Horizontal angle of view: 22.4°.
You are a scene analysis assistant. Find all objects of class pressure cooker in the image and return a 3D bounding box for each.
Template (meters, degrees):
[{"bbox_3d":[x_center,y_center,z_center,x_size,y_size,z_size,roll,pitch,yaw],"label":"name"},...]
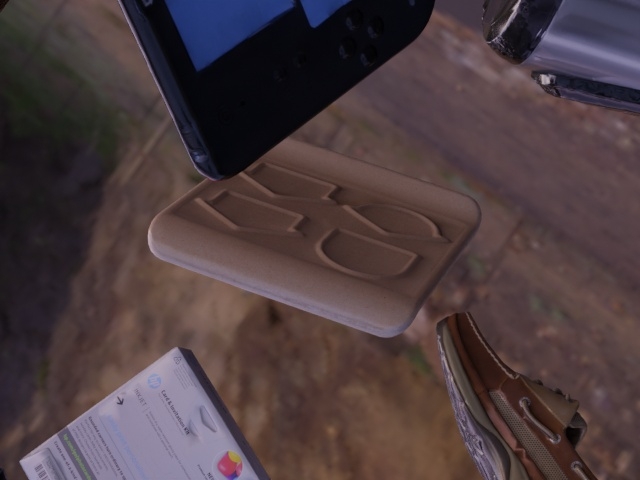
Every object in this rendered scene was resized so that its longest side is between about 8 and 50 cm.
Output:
[{"bbox_3d":[0.426,-0.319,1.805,0.420,0.370,0.375,15,156,-6],"label":"pressure cooker"}]

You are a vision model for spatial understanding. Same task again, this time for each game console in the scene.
[{"bbox_3d":[-0.056,-0.298,1.502,0.060,0.342,0.387,7,129,46],"label":"game console"}]

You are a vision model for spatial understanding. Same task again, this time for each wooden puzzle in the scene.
[{"bbox_3d":[0.000,0.000,1.938,0.322,0.081,0.348,18,-152,13],"label":"wooden puzzle"}]

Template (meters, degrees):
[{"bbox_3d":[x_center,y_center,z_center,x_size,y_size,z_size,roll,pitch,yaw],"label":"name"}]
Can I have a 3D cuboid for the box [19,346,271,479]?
[{"bbox_3d":[-0.159,0.206,1.450,0.145,0.186,0.038,56,-170,17],"label":"box"}]

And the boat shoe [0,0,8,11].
[{"bbox_3d":[-0.361,-0.225,1.591,0.060,0.178,0.064,-7,111,38],"label":"boat shoe"}]

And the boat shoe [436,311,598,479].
[{"bbox_3d":[0.224,0.213,1.715,0.122,0.120,0.324,75,172,-58],"label":"boat shoe"}]

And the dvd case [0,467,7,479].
[{"bbox_3d":[-0.388,0.279,1.555,0.238,0.029,0.179,5,122,24],"label":"dvd case"}]
